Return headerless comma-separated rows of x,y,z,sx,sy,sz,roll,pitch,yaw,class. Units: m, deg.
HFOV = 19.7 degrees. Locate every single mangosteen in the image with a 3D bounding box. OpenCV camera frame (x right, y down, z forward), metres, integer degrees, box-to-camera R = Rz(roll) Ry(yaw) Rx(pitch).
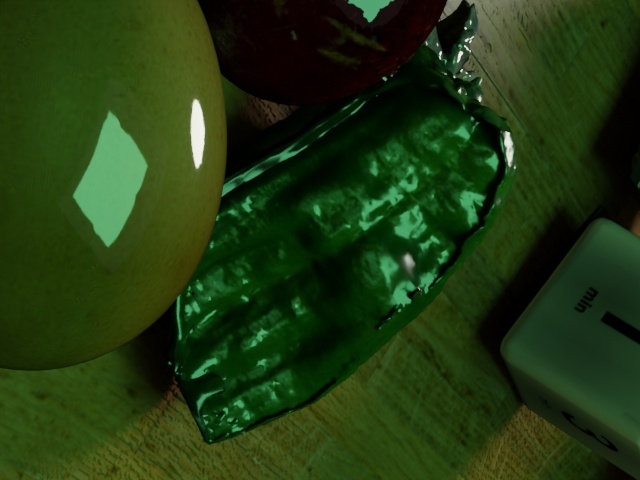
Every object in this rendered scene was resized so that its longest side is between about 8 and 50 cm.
-0.023,-0.228,1.399,0.215,0.215,0.257,-48,112,-21,mangosteen

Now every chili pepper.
-0.004,-0.005,1.567,0.385,0.213,0.167,-44,-173,4,chili pepper

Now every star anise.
0.082,-0.142,1.674,0.204,0.061,0.180,-45,139,-23,star anise

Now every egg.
-0.185,-0.072,1.233,0.250,0.250,0.322,-1,105,-50,egg

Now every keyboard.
0.266,0.044,2.043,0.195,0.018,0.060,-46,137,-24,keyboard

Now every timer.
0.335,0.124,1.993,0.194,0.195,0.192,-53,153,-11,timer

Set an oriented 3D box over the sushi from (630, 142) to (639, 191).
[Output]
0.391,-0.126,2.064,0.192,0.040,0.210,-63,153,-3,sushi
